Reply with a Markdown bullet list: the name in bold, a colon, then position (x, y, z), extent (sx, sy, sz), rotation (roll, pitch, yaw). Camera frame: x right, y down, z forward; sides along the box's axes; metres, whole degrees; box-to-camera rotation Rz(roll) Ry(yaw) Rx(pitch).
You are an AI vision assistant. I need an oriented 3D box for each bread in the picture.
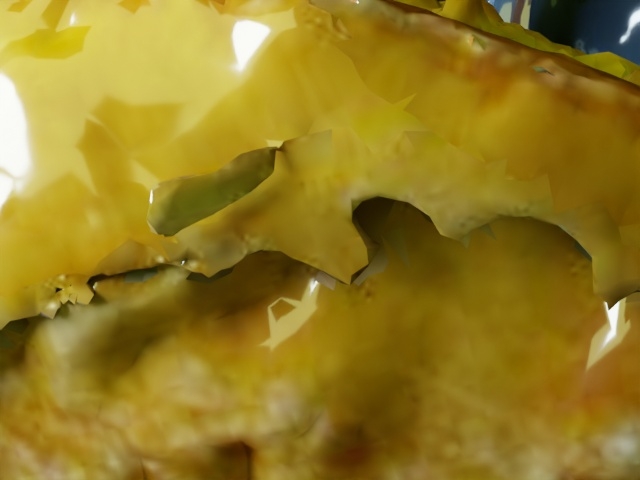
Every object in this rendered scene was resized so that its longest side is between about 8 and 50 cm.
- **bread**: position (0.011, 0.076, 0.536), extent (0.204, 0.358, 0.337), rotation (-69, 3, -61)

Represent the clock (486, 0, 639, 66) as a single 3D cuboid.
- **clock**: position (0.121, -0.067, 0.728), extent (0.243, 0.146, 0.200), rotation (-14, 59, 57)
